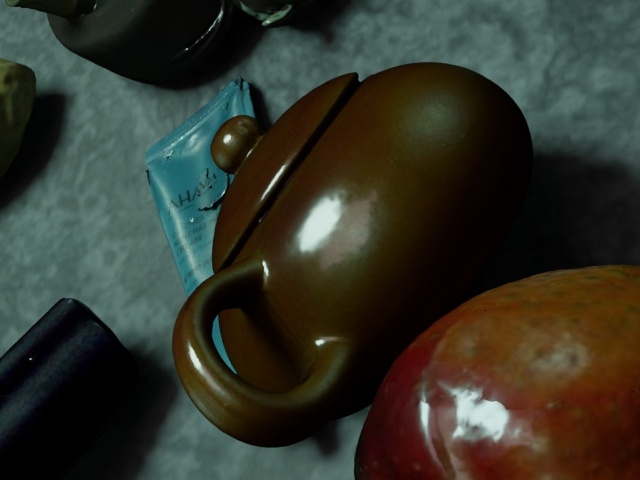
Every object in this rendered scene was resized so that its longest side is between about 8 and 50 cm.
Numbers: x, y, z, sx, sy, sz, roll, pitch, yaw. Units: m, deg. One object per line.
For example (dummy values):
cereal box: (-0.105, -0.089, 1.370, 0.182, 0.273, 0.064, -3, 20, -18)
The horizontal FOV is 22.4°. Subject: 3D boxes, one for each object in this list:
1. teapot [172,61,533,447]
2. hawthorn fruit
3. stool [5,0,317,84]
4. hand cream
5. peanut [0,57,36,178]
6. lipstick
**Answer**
teapot: (0.000, 0.000, 0.719, 0.135, 0.252, 0.178, 33, 129, 4)
hawthorn fruit: (0.085, 0.094, 0.634, 0.157, 0.194, 0.157, 19, 117, 42)
stool: (-0.089, -0.162, 0.911, 0.217, 0.121, 0.125, 2, 72, 42)
hand cream: (-0.043, 0.011, 0.861, 0.083, 0.048, 0.224, -38, 49, 22)
peanut: (-0.254, -0.047, 1.004, 0.194, 0.093, 0.083, -44, 38, 17)
lipstick: (-0.251, 0.201, 0.835, 0.077, 0.077, 0.418, 31, 73, 40)
